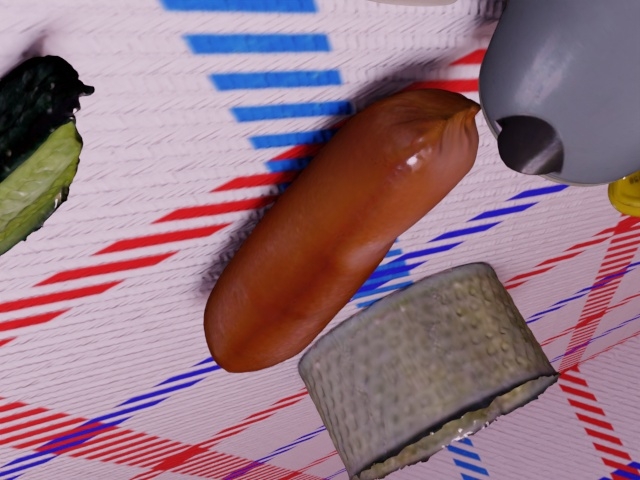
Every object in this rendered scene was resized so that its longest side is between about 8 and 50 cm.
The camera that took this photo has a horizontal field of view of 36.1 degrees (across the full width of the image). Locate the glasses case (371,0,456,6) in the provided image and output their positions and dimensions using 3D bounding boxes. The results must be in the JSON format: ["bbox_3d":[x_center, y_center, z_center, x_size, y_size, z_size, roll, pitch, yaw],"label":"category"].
[{"bbox_3d":[0.036,-0.124,0.447,0.083,0.032,0.021,-9,157,-43],"label":"glasses case"}]

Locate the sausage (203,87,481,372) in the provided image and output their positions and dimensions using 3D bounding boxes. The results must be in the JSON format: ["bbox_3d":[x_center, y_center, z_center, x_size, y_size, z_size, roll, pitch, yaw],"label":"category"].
[{"bbox_3d":[0.000,0.000,0.652,0.089,0.083,0.300,-15,155,-41],"label":"sausage"}]

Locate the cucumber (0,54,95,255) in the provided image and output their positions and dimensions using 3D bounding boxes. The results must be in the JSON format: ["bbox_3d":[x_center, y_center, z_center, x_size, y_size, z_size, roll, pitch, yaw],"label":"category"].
[{"bbox_3d":[-0.166,-0.013,0.452,0.220,0.046,0.070,-34,163,23],"label":"cucumber"}]

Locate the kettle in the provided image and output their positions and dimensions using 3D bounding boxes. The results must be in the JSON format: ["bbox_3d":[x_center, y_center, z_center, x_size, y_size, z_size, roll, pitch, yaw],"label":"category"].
[{"bbox_3d":[0.182,-0.143,0.474,0.211,0.160,0.243,-52,177,-22],"label":"kettle"}]

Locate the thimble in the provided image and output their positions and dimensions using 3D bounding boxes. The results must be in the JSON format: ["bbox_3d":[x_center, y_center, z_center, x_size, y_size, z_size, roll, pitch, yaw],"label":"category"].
[{"bbox_3d":[0.120,0.153,1.111,0.270,0.150,0.271,-25,161,-9],"label":"thimble"}]

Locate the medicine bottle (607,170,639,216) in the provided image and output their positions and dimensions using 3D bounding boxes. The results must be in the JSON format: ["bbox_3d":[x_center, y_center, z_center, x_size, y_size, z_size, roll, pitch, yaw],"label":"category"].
[{"bbox_3d":[0.409,-0.075,1.023,0.308,0.076,0.111,-9,161,-46],"label":"medicine bottle"}]
